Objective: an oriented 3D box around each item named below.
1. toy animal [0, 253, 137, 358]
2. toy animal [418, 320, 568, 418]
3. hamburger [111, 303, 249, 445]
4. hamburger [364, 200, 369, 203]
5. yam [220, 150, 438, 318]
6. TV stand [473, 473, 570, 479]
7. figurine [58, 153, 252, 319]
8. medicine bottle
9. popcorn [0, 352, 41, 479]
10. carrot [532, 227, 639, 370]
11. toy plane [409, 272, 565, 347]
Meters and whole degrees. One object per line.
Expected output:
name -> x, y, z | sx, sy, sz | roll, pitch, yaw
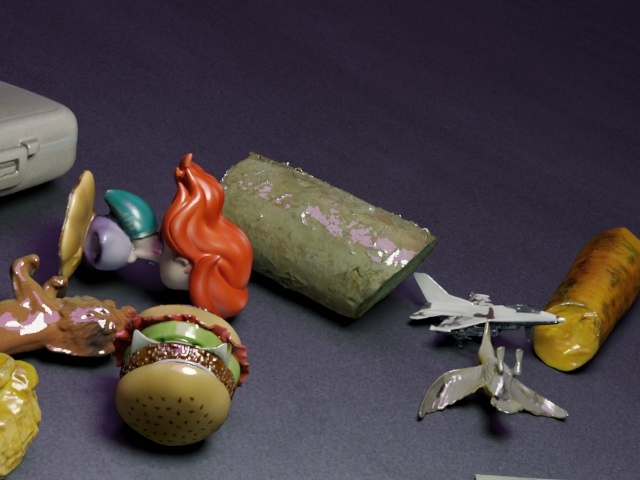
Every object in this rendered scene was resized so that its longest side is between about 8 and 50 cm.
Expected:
toy animal -> -0.386, 0.105, 1.801 | 0.312, 0.097, 0.157 | -11, 48, -31
toy animal -> 0.244, 0.173, 1.911 | 0.219, 0.095, 0.155 | 10, 67, -16
hamburger -> -0.173, 0.173, 1.727 | 0.175, 0.175, 0.137 | 11, 47, -6
hamburger -> 0.056, -0.031, 2.205 | 0.076, 0.044, 0.083 | 32, 40, 25
yam -> 0.000, 0.000, 2.030 | 0.304, 0.168, 0.168 | 26, 35, 15
TV stand -> 0.311, 0.348, 1.722 | 0.269, 0.083, 0.088 | 7, 37, -13
figurine -> -0.213, -0.009, 1.930 | 0.257, 0.181, 0.208 | 11, 70, -3
medicine bottle -> -0.546, -0.134, 2.017 | 0.282, 0.123, 0.375 | 20, 26, 36
popcorn -> -0.401, 0.207, 1.606 | 0.194, 0.140, 0.163 | -21, 42, -39
carrot -> 0.412, 0.078, 2.126 | 0.114, 0.114, 0.302 | 26, 36, 16
toy plane -> 0.234, 0.113, 2.030 | 0.234, 0.082, 0.160 | 17, 24, 23
